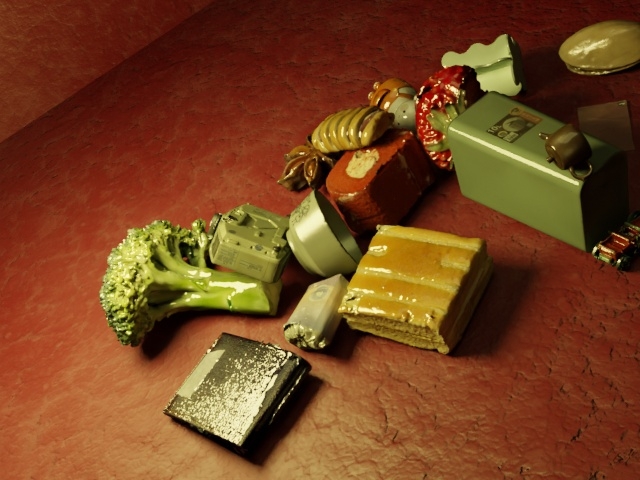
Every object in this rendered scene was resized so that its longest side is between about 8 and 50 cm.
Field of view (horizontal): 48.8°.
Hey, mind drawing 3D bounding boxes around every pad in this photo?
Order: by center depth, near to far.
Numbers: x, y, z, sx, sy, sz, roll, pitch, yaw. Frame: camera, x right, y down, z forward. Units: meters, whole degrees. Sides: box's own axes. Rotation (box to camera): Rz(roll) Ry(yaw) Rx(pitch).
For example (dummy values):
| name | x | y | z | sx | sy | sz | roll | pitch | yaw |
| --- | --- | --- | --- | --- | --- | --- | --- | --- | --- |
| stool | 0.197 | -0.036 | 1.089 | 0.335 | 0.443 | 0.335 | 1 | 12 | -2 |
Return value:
| name | x | y | z | sx | sy | sz | roll | pitch | yaw |
| --- | --- | --- | --- | --- | --- | --- | --- | --- | --- |
| pad | 0.663 | -0.261 | 1.645 | 0.113 | 0.006 | 0.187 | -6 | 44 | 21 |

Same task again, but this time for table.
| name | x | y | z | sx | sy | sz | roll | pitch | yaw |
| --- | --- | --- | --- | --- | --- | --- | --- | --- | --- |
| table | 0.424 | -0.440 | 1.865 | 0.198 | 0.166 | 0.166 | -11 | 40 | 29 |

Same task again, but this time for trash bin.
| name | x | y | z | sx | sy | sz | roll | pitch | yaw |
| --- | --- | --- | --- | --- | --- | --- | --- | --- | --- |
| trash bin | 0.452 | -0.146 | 1.460 | 0.158 | 0.222 | 0.343 | -39 | 42 | -16 |

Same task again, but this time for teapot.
| name | x | y | z | sx | sy | sz | roll | pitch | yaw |
| --- | --- | --- | --- | --- | --- | --- | --- | --- | --- |
| teapot | 0.443 | -0.156 | 1.272 | 0.068 | 0.076 | 0.121 | -33 | 73 | 4 |

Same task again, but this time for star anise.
| name | x | y | z | sx | sy | sz | roll | pitch | yaw |
| --- | --- | --- | --- | --- | --- | --- | --- | --- | --- |
| star anise | -0.021 | -0.203 | 1.878 | 0.220 | 0.099 | 0.214 | -49 | 31 | -20 |

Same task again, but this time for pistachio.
| name | x | y | z | sx | sy | sz | roll | pitch | yaw |
| --- | --- | --- | --- | --- | --- | --- | --- | --- | --- |
| pistachio | 0.721 | -0.485 | 1.776 | 0.226 | 0.135 | 0.135 | -3 | 44 | 34 |

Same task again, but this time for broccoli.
| name | x | y | z | sx | sy | sz | roll | pitch | yaw |
| --- | --- | --- | --- | --- | --- | --- | --- | --- | --- |
| broccoli | -0.319 | 0.114 | 1.608 | 0.353 | 0.274 | 0.397 | -44 | 57 | -14 |

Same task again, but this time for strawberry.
| name | x | y | z | sx | sy | sz | roll | pitch | yaw |
| --- | --- | --- | --- | --- | --- | --- | --- | --- | --- |
| strawberry | 0.308 | -0.306 | 1.681 | 0.150 | 0.253 | 0.280 | -1 | 43 | 22 |

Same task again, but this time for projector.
| name | x | y | z | sx | sy | sz | roll | pitch | yaw |
| --- | --- | --- | --- | --- | --- | --- | --- | --- | --- |
| projector | -0.156 | -0.007 | 1.605 | 0.194 | 0.088 | 0.269 | 20 | 20 | -1 |

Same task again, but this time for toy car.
| name | x | y | z | sx | sy | sz | roll | pitch | yaw |
| --- | --- | --- | --- | --- | --- | --- | --- | --- | --- |
| toy car | 0.593 | -0.005 | 1.355 | 0.143 | 0.054 | 0.073 | -38 | 41 | -13 |

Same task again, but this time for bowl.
| name | x | y | z | sx | sy | sz | roll | pitch | yaw |
| --- | --- | --- | --- | --- | --- | --- | --- | --- | --- |
| bowl | 0.000 | 0.000 | 1.560 | 0.112 | 0.211 | 0.211 | -31 | 38 | 10 |

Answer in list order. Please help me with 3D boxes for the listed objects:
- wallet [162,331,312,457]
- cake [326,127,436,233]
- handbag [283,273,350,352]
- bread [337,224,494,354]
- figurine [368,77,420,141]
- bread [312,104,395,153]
| name | x | y | z | sx | sy | sz | roll | pitch | yaw |
| --- | --- | --- | --- | --- | --- | --- | --- | --- | --- |
| wallet | -0.169 | 0.302 | 1.420 | 0.262 | 0.071 | 0.221 | 11 | 56 | 40 |
| cake | 0.138 | -0.146 | 1.687 | 0.177 | 0.151 | 0.283 | 4 | 47 | 50 |
| handbag | -0.007 | 0.155 | 1.456 | 0.117 | 0.095 | 0.173 | -27 | 28 | 49 |
| bread | 0.185 | 0.091 | 1.411 | 0.246 | 0.111 | 0.239 | 12 | 54 | 33 |
| figurine | 0.228 | -0.339 | 1.879 | 0.143 | 0.143 | 0.271 | -41 | 62 | -19 |
| bread | 0.079 | -0.276 | 1.718 | 0.134 | 0.081 | 0.225 | -43 | 24 | -30 |
